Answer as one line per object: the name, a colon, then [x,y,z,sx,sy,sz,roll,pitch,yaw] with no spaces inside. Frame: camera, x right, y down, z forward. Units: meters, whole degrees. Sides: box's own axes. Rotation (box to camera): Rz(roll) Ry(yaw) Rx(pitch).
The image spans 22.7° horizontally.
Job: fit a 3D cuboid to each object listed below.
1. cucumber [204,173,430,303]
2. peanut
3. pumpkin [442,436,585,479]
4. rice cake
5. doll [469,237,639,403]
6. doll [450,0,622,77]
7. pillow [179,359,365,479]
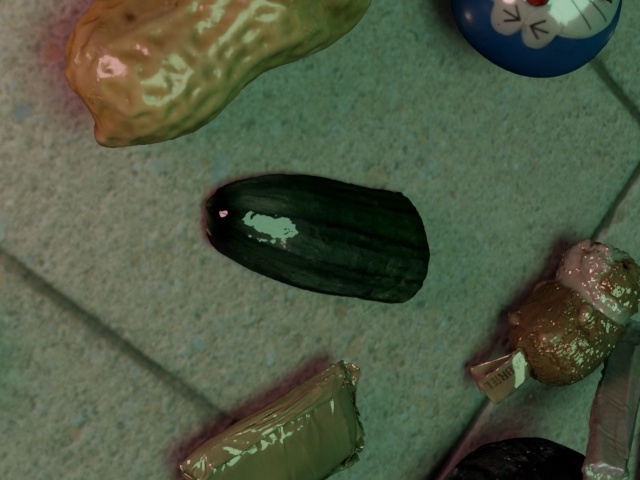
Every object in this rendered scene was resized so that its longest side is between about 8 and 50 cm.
cucumber: [0.000,0.000,1.505,0.244,0.063,0.115,8,99,-36]
peanut: [-0.087,-0.198,1.327,0.291,0.143,0.159,-34,122,-21]
pumpkin: [0.214,0.324,1.697,0.233,0.163,0.233,-10,106,-36]
rice cake: [0.320,0.177,1.718,0.270,0.055,0.049,-67,167,-50]
doll: [0.260,0.094,1.694,0.221,0.105,0.115,-47,133,-18]
doll: [0.237,-0.276,1.530,0.215,0.161,0.257,30,73,-11]
pillow: [-0.041,0.206,1.541,0.208,0.053,0.119,-29,123,-26]
